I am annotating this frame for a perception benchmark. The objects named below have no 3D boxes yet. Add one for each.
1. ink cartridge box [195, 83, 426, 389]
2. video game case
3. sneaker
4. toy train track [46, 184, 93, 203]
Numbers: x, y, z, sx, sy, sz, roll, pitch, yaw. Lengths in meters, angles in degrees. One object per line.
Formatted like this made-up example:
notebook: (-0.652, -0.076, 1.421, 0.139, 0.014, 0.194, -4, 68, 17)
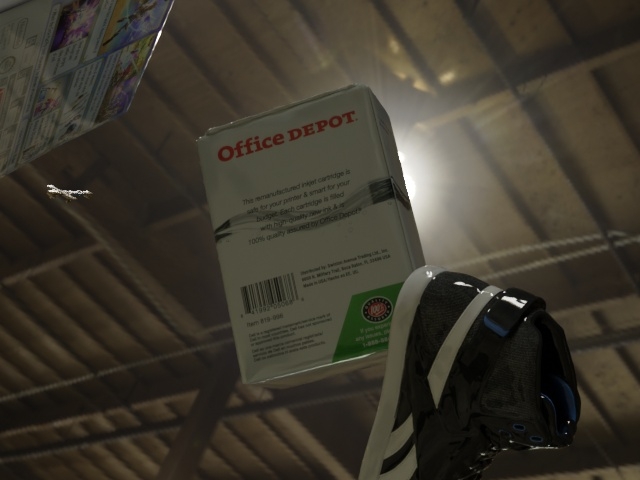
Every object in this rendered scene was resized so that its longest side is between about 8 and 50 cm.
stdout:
ink cartridge box: (0.000, 0.000, 0.815, 0.153, 0.208, 0.087, -15, -14, 13)
video game case: (-0.239, -0.147, 0.831, 0.061, 0.244, 0.269, 51, -35, 7)
sneaker: (0.095, 0.133, 0.636, 0.121, 0.079, 0.217, 15, -73, 37)
toy train track: (-0.341, -0.060, 1.384, 0.048, 0.083, 0.014, 26, -76, 24)
